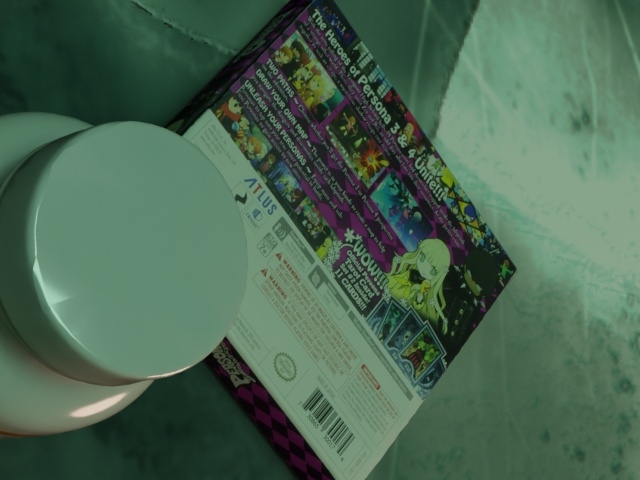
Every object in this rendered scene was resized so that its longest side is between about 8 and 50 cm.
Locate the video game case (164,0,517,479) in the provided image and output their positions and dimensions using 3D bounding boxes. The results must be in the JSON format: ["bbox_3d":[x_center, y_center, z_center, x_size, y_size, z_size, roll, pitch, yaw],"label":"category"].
[{"bbox_3d":[0.000,0.000,0.958,0.232,0.042,0.210,53,54,-20],"label":"video game case"}]

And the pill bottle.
[{"bbox_3d":[-0.144,0.019,0.703,0.136,0.245,0.136,8,77,-39],"label":"pill bottle"}]
